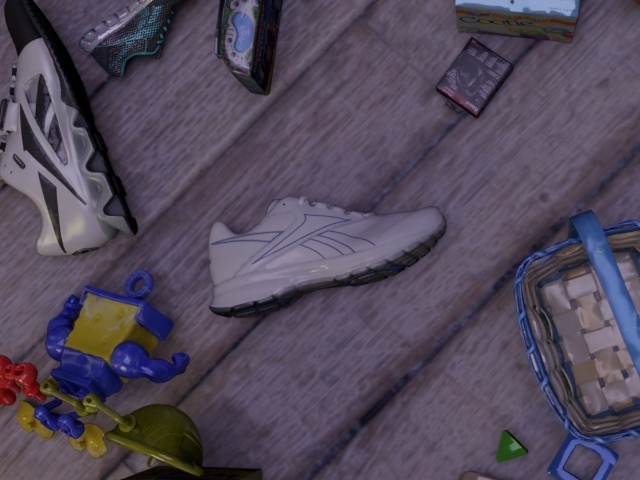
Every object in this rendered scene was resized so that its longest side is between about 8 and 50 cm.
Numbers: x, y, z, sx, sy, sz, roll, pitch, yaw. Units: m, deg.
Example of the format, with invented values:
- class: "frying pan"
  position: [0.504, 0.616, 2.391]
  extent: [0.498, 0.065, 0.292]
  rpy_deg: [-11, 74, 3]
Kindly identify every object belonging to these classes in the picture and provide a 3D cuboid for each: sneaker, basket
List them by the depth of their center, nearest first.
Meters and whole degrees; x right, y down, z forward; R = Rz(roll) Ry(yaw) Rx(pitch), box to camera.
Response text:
- class: "basket"
  position: [0.324, 0.104, 1.606]
  extent: [0.201, 0.289, 0.254]
  rpy_deg: [-20, 81, 0]
- class: "sneaker"
  position: [0.000, 0.000, 1.750]
  extent: [0.297, 0.111, 0.129]
  rpy_deg: [-15, 79, 5]
- class: "sneaker"
  position: [-0.346, -0.136, 1.791]
  extent: [0.146, 0.122, 0.330]
  rpy_deg: [-21, 83, 3]
- class: "sneaker"
  position: [-0.210, -0.261, 1.823]
  extent: [0.166, 0.065, 0.076]
  rpy_deg: [-33, 99, 7]

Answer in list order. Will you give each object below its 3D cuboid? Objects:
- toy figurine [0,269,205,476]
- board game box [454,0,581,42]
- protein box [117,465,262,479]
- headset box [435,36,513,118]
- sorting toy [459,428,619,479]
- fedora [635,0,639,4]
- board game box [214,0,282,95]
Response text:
- class: "toy figurine"
  position: [-0.248, 0.117, 1.712]
  extent: [0.363, 0.191, 0.217]
  rpy_deg: [10, 60, 41]
- class: "board game box"
  position: [0.242, -0.384, 1.726]
  extent: [0.144, 0.142, 0.275]
  rpy_deg: [7, 86, 7]
- class: "protein box"
  position: [-0.149, 0.364, 1.690]
  extent: [0.136, 0.201, 0.199]
  rpy_deg: [0, 86, 7]
- class: "headset box"
  position: [0.182, -0.191, 1.775]
  extent: [0.062, 0.032, 0.083]
  rpy_deg: [35, 92, 9]
- class: "sorting toy"
  position: [0.235, 0.380, 1.723]
  extent: [0.196, 0.047, 0.347]
  rpy_deg: [16, 88, 12]
- class: "fedora"
  position: [0.385, -0.368, 1.716]
  extent: [0.079, 0.194, 0.194]
  rpy_deg: [31, 90, 44]
- class: "board game box"
  position: [-0.088, -0.282, 1.733]
  extent: [0.060, 0.194, 0.194]
  rpy_deg: [7, 86, 7]
